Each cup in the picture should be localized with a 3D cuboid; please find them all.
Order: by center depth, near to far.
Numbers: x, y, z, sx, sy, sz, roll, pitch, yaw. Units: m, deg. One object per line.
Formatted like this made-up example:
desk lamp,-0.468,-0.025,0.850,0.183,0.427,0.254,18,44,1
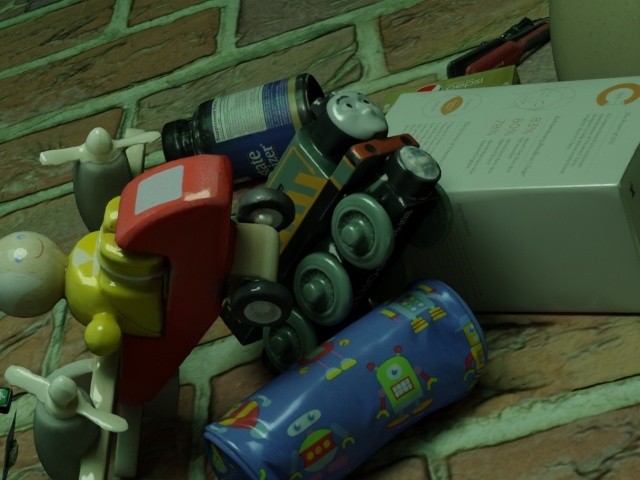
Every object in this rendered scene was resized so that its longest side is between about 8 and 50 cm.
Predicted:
cup,0.425,-0.355,1.932,0.331,0.237,0.331,-20,24,9

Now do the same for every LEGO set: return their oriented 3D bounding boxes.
LEGO set,-0.340,0.262,1.490,0.060,0.244,0.182,11,33,-5

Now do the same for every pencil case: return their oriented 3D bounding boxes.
pencil case,0.028,0.164,1.513,0.306,0.133,0.119,-35,3,-22

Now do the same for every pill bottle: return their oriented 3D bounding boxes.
pill bottle,-0.099,-0.144,2.085,0.219,0.123,0.123,-15,31,14

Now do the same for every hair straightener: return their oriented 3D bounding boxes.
hair straightener,0.259,-0.282,2.140,0.230,0.047,0.089,-38,34,-24

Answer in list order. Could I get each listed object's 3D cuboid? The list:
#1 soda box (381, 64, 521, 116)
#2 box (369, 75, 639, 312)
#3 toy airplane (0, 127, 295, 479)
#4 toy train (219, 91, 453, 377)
soda box,0.176,-0.175,2.010,0.181,0.061,0.058,-11,31,19
box,0.220,-0.050,1.677,0.345,0.168,0.215,-1,36,34
toy airplane,-0.219,0.071,1.559,0.384,0.272,0.386,-71,21,3
toy train,0.000,0.000,1.605,0.142,0.334,0.190,-19,60,-45
